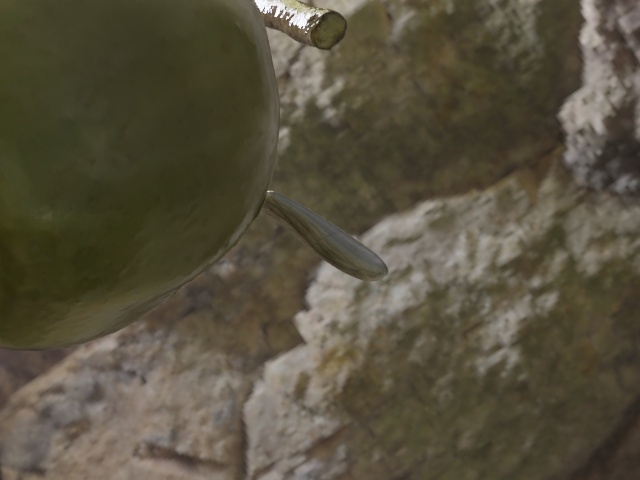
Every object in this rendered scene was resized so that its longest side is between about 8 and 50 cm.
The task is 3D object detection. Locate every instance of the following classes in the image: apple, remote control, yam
[{"bbox_3d":[-0.274,-0.115,1.252,0.473,0.474,0.473,52,-167,-17],"label":"apple"},{"bbox_3d":[0.000,0.000,1.861,0.229,0.044,0.073,32,160,-20],"label":"remote control"},{"bbox_3d":[-0.055,-0.363,2.071,0.066,0.066,0.300,48,172,-34],"label":"yam"}]
